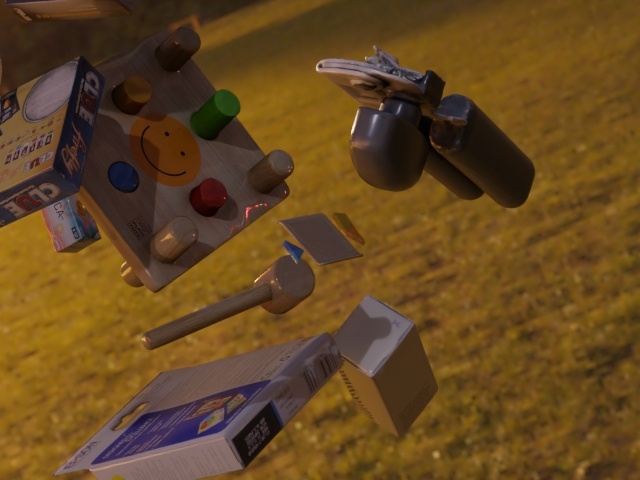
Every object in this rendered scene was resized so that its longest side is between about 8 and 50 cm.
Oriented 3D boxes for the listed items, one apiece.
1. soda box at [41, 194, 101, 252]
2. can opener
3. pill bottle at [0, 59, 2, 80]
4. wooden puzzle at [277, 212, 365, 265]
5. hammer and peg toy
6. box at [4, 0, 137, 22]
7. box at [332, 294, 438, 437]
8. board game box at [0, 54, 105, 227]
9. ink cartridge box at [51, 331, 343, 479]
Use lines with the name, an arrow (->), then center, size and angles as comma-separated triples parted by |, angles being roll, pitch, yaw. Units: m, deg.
soda box -> -0.437, -0.072, 2.510 | 0.063, 0.183, 0.058 | -28, -13, 25
can opener -> 0.076, -0.067, 1.070 | 0.074, 0.093, 0.280 | 15, -3, 28
pill bottle -> -0.452, -0.206, 1.797 | 0.121, 0.121, 0.216 | -27, 13, -17
wooden puzzle -> 0.000, 0.000, 1.502 | 0.116, 0.078, 0.014 | -4, -47, -44
hammer and peg toy -> -0.153, -0.053, 1.702 | 0.266, 0.361, 0.127 | -37, 1, -44
box -> -0.323, -0.416, 2.042 | 0.183, 0.231, 0.056 | 0, -20, 24
box -> 0.100, 0.200, 2.312 | 0.113, 0.094, 0.275 | -50, -27, -15
board game box -> -0.340, -0.080, 1.547 | 0.243, 0.042, 0.165 | -21, 43, 28
ink cartridge box -> -0.164, 0.243, 2.034 | 0.307, 0.072, 0.303 | -19, 14, 33
